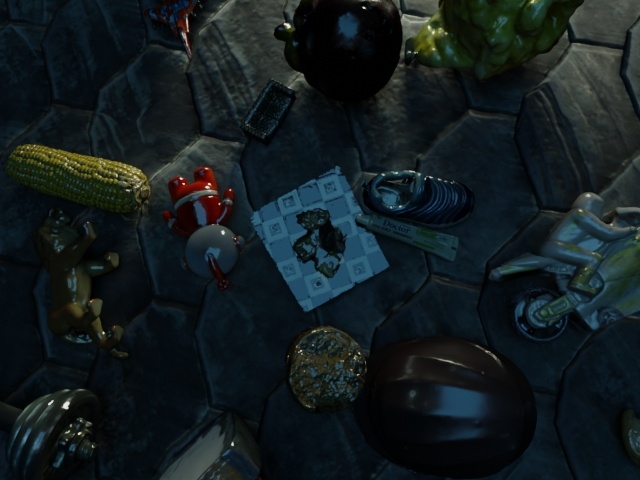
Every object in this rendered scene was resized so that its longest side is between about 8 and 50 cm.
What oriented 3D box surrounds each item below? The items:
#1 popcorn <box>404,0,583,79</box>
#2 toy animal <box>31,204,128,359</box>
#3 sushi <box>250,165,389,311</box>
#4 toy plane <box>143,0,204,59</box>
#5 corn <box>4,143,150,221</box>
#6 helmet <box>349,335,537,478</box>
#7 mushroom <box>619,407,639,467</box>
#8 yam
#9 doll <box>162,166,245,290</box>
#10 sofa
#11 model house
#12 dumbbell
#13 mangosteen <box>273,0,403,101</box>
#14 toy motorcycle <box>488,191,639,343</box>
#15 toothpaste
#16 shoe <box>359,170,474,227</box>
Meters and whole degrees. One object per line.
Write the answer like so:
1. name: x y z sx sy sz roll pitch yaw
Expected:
1. popcorn: 0.318 -0.417 0.954 0.237 0.293 0.293 13 80 -10
2. toy animal: -0.463 0.078 1.026 0.157 0.097 0.312 -11 80 16
3. sushi: 0.000 0.000 1.008 0.193 0.040 0.210 -28 82 -2
4. toy plane: -0.288 -0.445 1.116 0.130 0.061 0.189 -20 82 1
5. corn: -0.465 -0.120 1.056 0.293 0.106 0.106 15 81 12
6. helmet: 0.196 0.267 0.870 0.305 0.177 0.225 -3 81 4
7. mushroom: 0.588 0.307 0.863 0.212 0.088 0.097 -14 110 11
8. yam: 0.000 0.203 0.877 0.129 0.238 0.128 37 78 5
9. doll: -0.212 -0.019 1.019 0.142 0.076 0.245 -23 74 2
10. sofa: -0.101 -0.250 1.068 0.060 0.039 0.118 30 84 10
11. model house: -0.141 0.480 0.885 0.271 0.190 0.301 -44 93 -7
12. dumbbell: -0.565 0.295 0.941 0.406 0.179 0.179 18 81 9
13. mangosteen: 0.025 -0.362 1.003 0.250 0.211 0.211 13 80 20
14. toy motorcycle: 0.457 0.034 0.921 0.341 0.108 0.223 -21 78 0
15. toothpaste: 0.156 -0.012 0.983 0.197 0.029 0.048 18 78 -8
16. shoe: 0.171 -0.077 0.974 0.207 0.106 0.091 5 81 1
